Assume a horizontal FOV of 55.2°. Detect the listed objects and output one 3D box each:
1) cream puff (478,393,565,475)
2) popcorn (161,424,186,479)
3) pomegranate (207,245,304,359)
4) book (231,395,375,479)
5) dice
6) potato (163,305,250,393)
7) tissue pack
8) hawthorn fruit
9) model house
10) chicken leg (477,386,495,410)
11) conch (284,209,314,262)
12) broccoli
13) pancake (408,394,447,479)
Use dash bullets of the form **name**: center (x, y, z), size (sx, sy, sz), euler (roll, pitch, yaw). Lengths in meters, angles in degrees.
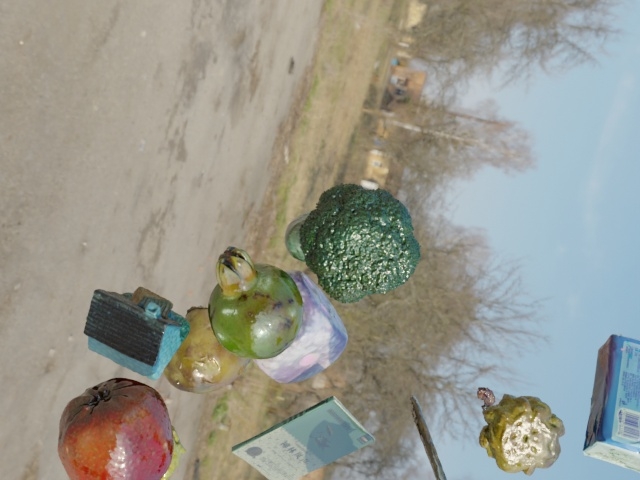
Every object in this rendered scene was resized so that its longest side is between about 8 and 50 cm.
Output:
- **cream puff**: center (0.591, 0.565, 1.811), size (0.196, 0.244, 0.244), euler (10, -96, 59)
- **popcorn**: center (-0.524, 0.657, 1.837), size (0.249, 0.225, 0.249), euler (-40, -164, 14)
- **pomegranate**: center (-0.117, 0.129, 1.213), size (0.159, 0.190, 0.240), euler (-136, -131, -55)
- **book**: center (-0.050, 0.637, 1.919), size (0.264, 0.379, 0.031), euler (50, 17, -33)
- **dice**: center (-0.093, 0.279, 1.979), size (0.271, 0.270, 0.270), euler (58, 7, 36)
- **potato**: center (-0.381, 0.406, 2.061), size (0.237, 0.289, 0.300), euler (-81, 167, -52)
- **tissue pack**: center (0.722, 0.374, 1.384), size (0.146, 0.198, 0.263), euler (84, 24, -60)
- **hawthorn fruit**: center (-0.454, 0.475, 1.388), size (0.254, 0.254, 0.300), euler (-68, 150, -71)
- **model house**: center (-0.519, 0.206, 1.716), size (0.241, 0.262, 0.225), euler (104, 12, -50)
- **chicken leg**: center (0.361, 0.344, 1.331), size (0.021, 0.036, 0.083), euler (-85, 156, -47)
- **conch**: center (0.000, 0.000, 1.883), size (0.277, 0.196, 0.220), euler (54, 7, -51)
- **broccoli**: center (0.101, 0.015, 1.462), size (0.297, 0.298, 0.297), euler (48, 55, -64)
- **pancake**: center (0.302, 0.568, 1.696), size (0.288, 0.033, 0.285), euler (42, 27, -82)
